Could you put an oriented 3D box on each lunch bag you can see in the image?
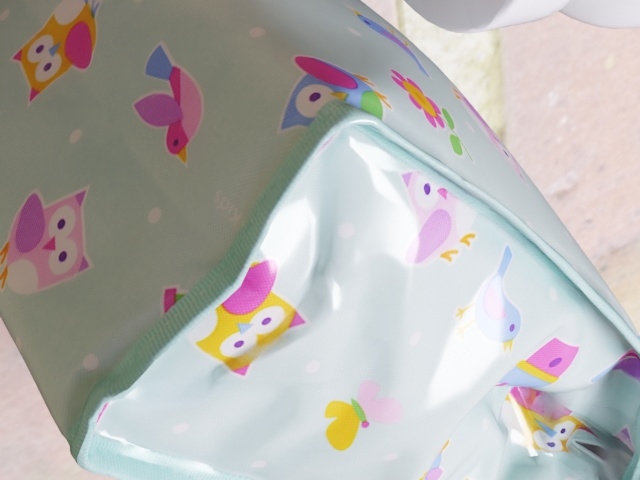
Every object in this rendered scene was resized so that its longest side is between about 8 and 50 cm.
[{"bbox_3d":[0.000,0.000,0.556,0.160,0.223,0.262,-50,136,11],"label":"lunch bag"}]

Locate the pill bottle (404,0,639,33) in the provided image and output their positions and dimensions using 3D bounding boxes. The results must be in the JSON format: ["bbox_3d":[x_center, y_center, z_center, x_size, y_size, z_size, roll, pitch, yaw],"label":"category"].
[{"bbox_3d":[0.155,-0.170,0.602,0.265,0.153,0.153,-17,127,-26],"label":"pill bottle"}]
